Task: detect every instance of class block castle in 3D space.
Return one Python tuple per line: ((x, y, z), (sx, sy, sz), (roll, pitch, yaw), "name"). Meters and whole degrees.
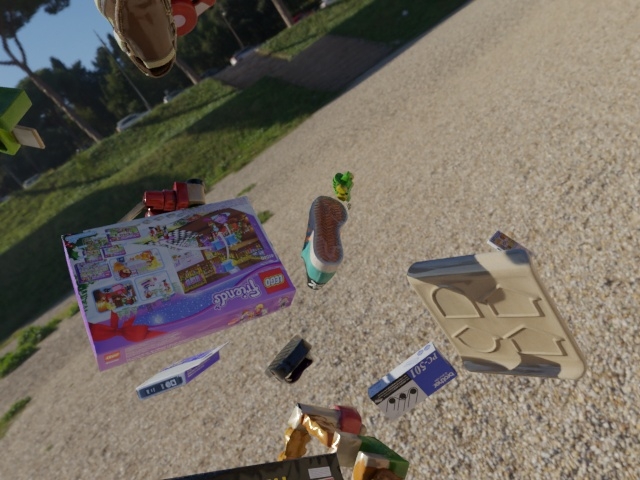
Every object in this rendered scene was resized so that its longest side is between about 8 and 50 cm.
((0.089, 0.516, 0.903), (0.453, 0.212, 0.303), (10, 79, 57), "block castle")

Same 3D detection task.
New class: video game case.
((0.544, 0.022, 1.409), (0.087, 0.122, 0.011), (-33, -26, -46), "video game case")

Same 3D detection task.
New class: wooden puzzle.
((0.414, 0.170, 1.171), (0.322, 0.348, 0.080), (-12, 27, 49), "wooden puzzle")

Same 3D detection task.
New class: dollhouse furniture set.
((-0.745, -0.166, 1.069), (0.198, 0.151, 0.302), (96, -175, -55), "dollhouse furniture set")

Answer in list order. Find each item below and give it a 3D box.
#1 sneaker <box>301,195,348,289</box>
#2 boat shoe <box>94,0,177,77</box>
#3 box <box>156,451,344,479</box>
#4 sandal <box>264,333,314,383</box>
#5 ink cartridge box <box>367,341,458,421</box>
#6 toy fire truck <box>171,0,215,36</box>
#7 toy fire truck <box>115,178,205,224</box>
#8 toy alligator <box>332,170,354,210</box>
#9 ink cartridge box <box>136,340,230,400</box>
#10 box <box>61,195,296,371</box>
((0.000, 0.000, 1.293), (0.302, 0.108, 0.121), (-82, 16, -51), "sneaker")
((-0.226, -0.283, 0.658), (0.095, 0.095, 0.257), (-31, 11, -9), "boat shoe")
((-0.077, 0.439, 0.653), (0.079, 0.322, 0.257), (-44, 51, 33), "box")
((-0.088, 0.388, 1.538), (0.167, 0.107, 0.446), (-46, -2, -11), "sandal")
((0.229, 0.355, 1.237), (0.207, 0.097, 0.046), (-39, 15, 9), "ink cartridge box")
((-0.321, -0.629, 1.102), (0.253, 0.169, 0.302), (-28, -19, 17), "toy fire truck")
((-0.441, -0.053, 1.328), (0.246, 0.159, 0.217), (2, -33, -27), "toy fire truck")
((0.059, -0.139, 1.368), (0.190, 0.051, 0.056), (83, -149, -64), "toy alligator")
((-0.370, 0.361, 1.380), (0.208, 0.045, 0.206), (-24, 0, 15), "ink cartridge box")
((-0.210, 0.050, 0.750), (0.293, 0.201, 0.057), (-15, -30, -27), "box")
